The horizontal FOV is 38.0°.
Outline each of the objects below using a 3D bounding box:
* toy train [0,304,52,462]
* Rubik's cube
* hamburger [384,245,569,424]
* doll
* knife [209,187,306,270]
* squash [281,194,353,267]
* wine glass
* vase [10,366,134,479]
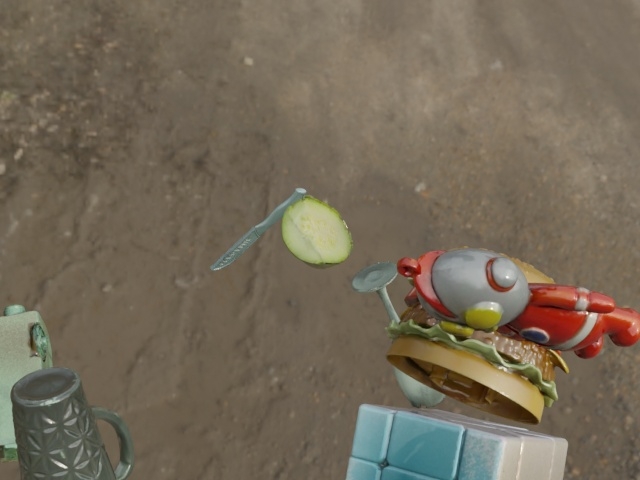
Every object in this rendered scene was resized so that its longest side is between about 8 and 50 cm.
[{"bbox_3d":[-0.605,0.290,1.881,0.129,0.159,0.326,-9,59,-9],"label":"toy train"},{"bbox_3d":[0.255,0.501,1.788,0.322,0.315,0.319,8,-7,37],"label":"Rubik's cube"},{"bbox_3d":[0.244,0.125,1.369,0.275,0.274,0.212,22,75,13],"label":"hamburger"},{"bbox_3d":[0.178,0.058,0.859,0.245,0.142,0.076,16,64,-23],"label":"doll"},{"bbox_3d":[-0.105,-0.017,1.566,0.015,0.210,0.028,53,10,27],"label":"knife"},{"bbox_3d":[0.002,-0.002,1.172,0.075,0.200,0.090,-42,83,0],"label":"squash"},{"bbox_3d":[0.239,0.173,1.814,0.264,0.309,0.096,-16,26,21],"label":"wine glass"},{"bbox_3d":[-0.376,0.336,1.397,0.156,0.300,0.251,9,28,28],"label":"vase"}]
